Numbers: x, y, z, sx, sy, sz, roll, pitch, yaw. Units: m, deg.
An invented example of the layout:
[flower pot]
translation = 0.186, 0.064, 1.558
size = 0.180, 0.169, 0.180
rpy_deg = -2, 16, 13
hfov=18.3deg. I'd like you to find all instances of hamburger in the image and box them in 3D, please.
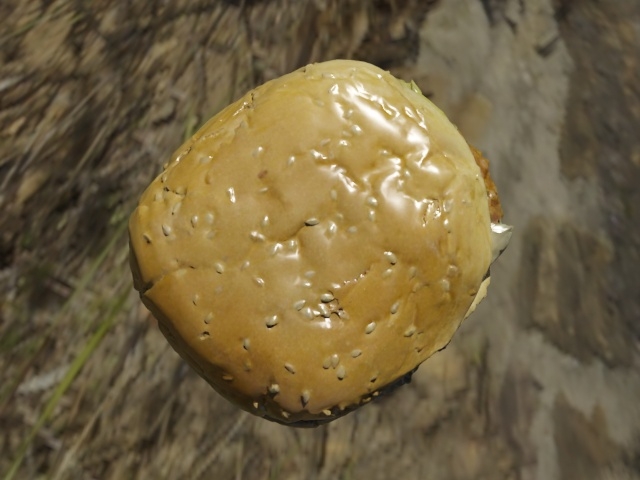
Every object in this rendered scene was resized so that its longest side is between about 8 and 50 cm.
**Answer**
[hamburger]
translation = -0.001, 0.000, 1.570
size = 0.259, 0.144, 0.283
rpy_deg = 44, 84, 9
